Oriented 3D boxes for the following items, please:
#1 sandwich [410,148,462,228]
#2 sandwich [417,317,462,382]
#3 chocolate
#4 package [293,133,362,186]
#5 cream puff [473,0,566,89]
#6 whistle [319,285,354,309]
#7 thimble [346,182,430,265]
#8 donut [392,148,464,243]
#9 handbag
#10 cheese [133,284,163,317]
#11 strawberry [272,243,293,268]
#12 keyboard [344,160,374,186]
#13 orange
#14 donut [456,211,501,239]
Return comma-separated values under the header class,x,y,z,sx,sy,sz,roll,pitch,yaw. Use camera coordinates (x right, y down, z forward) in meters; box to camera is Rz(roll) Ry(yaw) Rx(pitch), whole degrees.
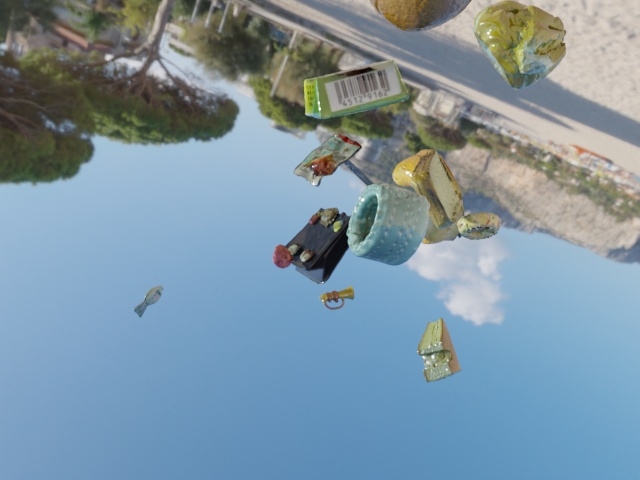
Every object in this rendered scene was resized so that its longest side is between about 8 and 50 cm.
class,x,y,z,sx,sy,sz,roll,pitch,yaw
sandwich,0.439,-0.187,1.942,0.251,0.087,0.226,55,-144,-21
sandwich,0.469,0.439,2.068,0.128,0.122,0.235,6,-117,-49
chocolate,0.101,-0.502,1.713,0.301,0.137,0.289,-14,-162,-7
package,0.020,-0.289,1.812,0.166,0.232,0.040,42,171,45
cream puff,0.785,-0.781,1.991,0.378,0.275,0.378,43,-157,-24
whistle,0.052,0.181,1.593,0.109,0.057,0.046,-14,179,-21
thimble,0.171,-0.048,1.312,0.143,0.235,0.198,15,-129,-18
donut,0.481,-0.176,2.333,0.163,0.435,0.377,-18,-153,-18
handbag,0.000,0.000,2.226,0.122,0.329,0.303,40,172,-28
cheese,-0.567,0.197,1.702,0.026,0.067,0.120,26,-118,25
strawberry,-0.155,0.062,2.067,0.096,0.083,0.083,64,176,-32
keyboard,0.142,-0.258,1.956,0.198,0.010,0.063,47,169,25
orange,0.266,-0.722,1.296,0.322,0.357,0.322,3,-117,-7
donut,0.622,-0.053,2.017,0.175,0.174,0.068,15,-115,-25
